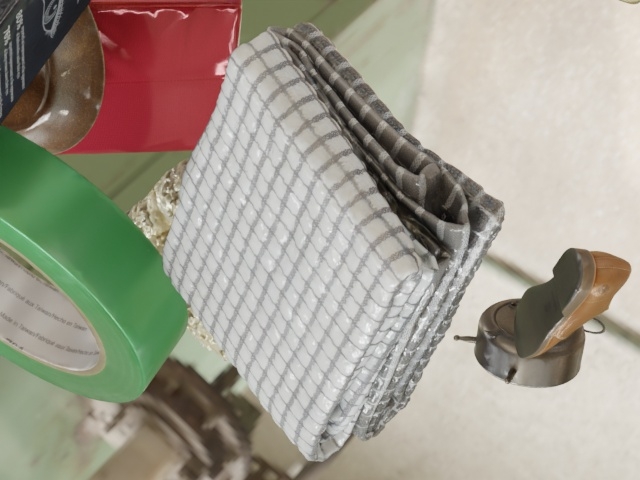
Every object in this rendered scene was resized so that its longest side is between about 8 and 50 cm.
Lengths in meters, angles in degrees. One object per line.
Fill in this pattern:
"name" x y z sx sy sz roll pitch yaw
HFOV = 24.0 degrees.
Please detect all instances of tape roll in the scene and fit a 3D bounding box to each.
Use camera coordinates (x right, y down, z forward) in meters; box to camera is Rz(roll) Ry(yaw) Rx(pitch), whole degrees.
"tape roll" -0.273 0.018 1.366 0.321 0.077 0.321 27 153 15

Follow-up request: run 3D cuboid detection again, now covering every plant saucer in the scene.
"plant saucer" -0.274 -0.165 1.319 0.198 0.036 0.199 17 120 31

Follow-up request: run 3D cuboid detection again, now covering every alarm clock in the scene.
"alarm clock" 0.268 0.115 1.820 0.129 0.192 0.064 40 131 46

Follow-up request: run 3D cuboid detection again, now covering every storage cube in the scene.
"storage cube" -0.183 -0.207 1.434 0.193 0.215 0.184 -3 136 -11

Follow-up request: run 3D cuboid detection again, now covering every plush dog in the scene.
"plush dog" -0.126 0.044 1.722 0.210 0.262 0.225 -37 86 10

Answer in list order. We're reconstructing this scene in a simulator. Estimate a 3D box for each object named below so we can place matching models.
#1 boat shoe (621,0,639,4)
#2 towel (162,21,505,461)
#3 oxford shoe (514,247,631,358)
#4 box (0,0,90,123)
"boat shoe" 0.245 -0.338 1.535 0.110 0.341 0.122 -49 53 32
"towel" 0.000 0.000 1.140 0.235 0.121 0.284 53 144 24
"oxford shoe" 0.270 0.076 1.635 0.076 0.076 0.212 2 155 -18
"box" -0.257 -0.197 1.164 0.108 0.207 0.153 29 155 2
